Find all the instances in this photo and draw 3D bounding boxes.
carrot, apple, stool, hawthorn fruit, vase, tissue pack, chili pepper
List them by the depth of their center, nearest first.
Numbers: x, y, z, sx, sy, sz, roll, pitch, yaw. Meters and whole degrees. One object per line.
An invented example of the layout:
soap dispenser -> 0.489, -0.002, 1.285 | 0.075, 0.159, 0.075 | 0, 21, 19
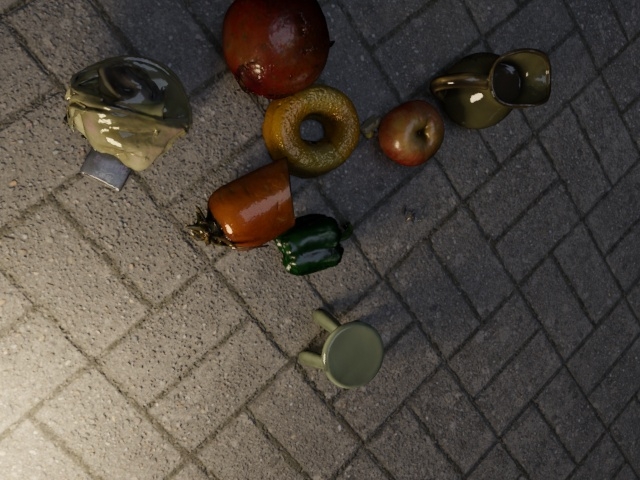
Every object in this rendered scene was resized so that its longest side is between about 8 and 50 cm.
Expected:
tissue pack -> -0.539, -0.218, 1.356 | 0.112, 0.051, 0.156 | 28, 83, -20
hawthorn fruit -> -0.120, -0.538, 1.381 | 0.316, 0.316, 0.315 | -2, 94, -22
carrot -> -0.198, -0.071, 1.425 | 0.331, 0.193, 0.214 | -24, 85, -9
chili pepper -> 0.000, 0.000, 1.536 | 0.261, 0.165, 0.173 | -18, 89, -22
stool -> 0.061, 0.319, 1.563 | 0.195, 0.199, 0.195 | 20, 87, -24
apple -> 0.283, -0.334, 1.619 | 0.210, 0.164, 0.209 | -6, 106, -23
vase -> 0.497, -0.478, 1.625 | 0.329, 0.302, 0.240 | -3, 96, -21

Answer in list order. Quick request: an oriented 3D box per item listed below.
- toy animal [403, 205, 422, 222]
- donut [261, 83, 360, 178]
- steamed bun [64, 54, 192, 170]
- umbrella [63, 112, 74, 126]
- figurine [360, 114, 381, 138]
toy animal -> 0.299, -0.076, 1.720 | 0.084, 0.028, 0.050 | 42, 70, -19
donut -> -0.014, -0.329, 1.532 | 0.303, 0.110, 0.302 | -2, 96, -22
steamed bun -> -0.451, -0.339, 1.265 | 0.268, 0.207, 0.280 | 48, 58, -12
umbrella -> -0.598, -0.340, 1.333 | 0.133, 0.031, 0.036 | -43, 109, -15
figurine -> 0.162, -0.354, 1.639 | 0.083, 0.047, 0.050 | -42, 124, -15
